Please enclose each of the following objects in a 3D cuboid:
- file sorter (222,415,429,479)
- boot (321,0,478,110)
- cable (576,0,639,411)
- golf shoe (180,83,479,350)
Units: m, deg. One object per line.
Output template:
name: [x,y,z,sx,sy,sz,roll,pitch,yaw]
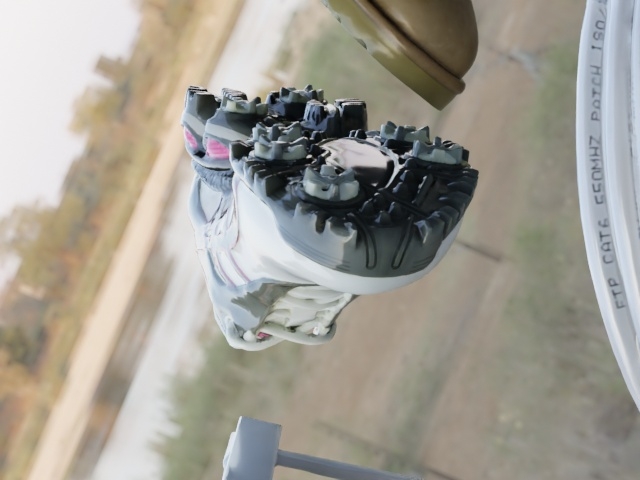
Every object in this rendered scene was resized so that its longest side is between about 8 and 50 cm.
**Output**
file sorter: [0.018,0.238,0.671,0.193,0.173,0.278,-81,2,-77]
boot: [0.089,-0.224,0.820,0.269,0.089,0.236,-39,58,18]
cable: [0.174,-0.029,0.602,0.089,0.257,0.257,-7,72,33]
golf shoe: [0.000,0.000,0.833,0.273,0.105,0.120,-139,52,-74]
